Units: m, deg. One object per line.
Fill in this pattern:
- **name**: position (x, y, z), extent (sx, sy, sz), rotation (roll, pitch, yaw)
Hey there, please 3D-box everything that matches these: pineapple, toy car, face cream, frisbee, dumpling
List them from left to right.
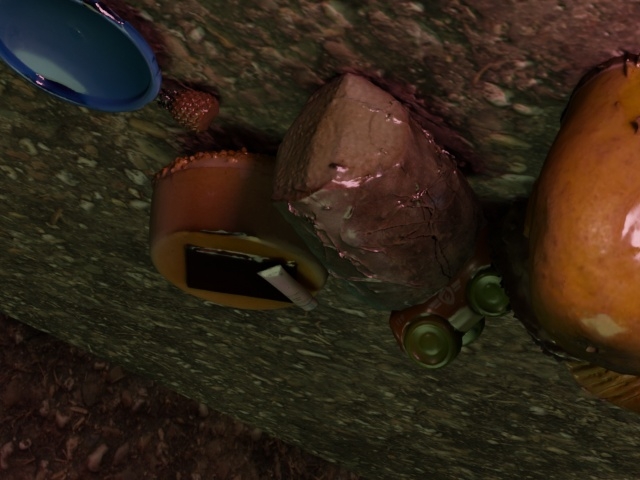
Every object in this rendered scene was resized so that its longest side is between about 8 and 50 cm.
- **frisbee**: position (-0.306, -0.246, 1.522), extent (0.242, 0.045, 0.242), rotation (17, 152, 9)
- **pineapple**: position (-0.194, -0.187, 1.592), extent (0.124, 0.058, 0.058), rotation (30, 163, 13)
- **face cream**: position (-0.043, 0.064, 1.689), extent (0.038, 0.020, 0.115), rotation (-19, 141, 24)
- **toy car**: position (0.160, 0.034, 1.653), extent (0.235, 0.235, 0.145), rotation (12, -164, 21)
- **dumpling**: position (0.311, 0.056, 1.454), extent (0.332, 0.166, 0.086), rotation (29, 155, 36)

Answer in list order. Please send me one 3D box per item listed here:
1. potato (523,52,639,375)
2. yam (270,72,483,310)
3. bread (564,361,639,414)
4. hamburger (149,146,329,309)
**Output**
- **potato**: position (0.344, 0.020, 1.255), extent (0.290, 0.296, 0.397), rotation (10, 157, 30)
- **yam**: position (0.067, -0.060, 1.471), extent (0.201, 0.202, 0.271), rotation (-20, 140, 30)
- **bread**: position (0.462, 0.128, 1.558), extent (0.288, 0.204, 0.156), rotation (27, 166, -8)
- **hamburger**: position (-0.109, -0.024, 1.751), extent (0.302, 0.170, 0.302), rotation (7, 152, 4)
